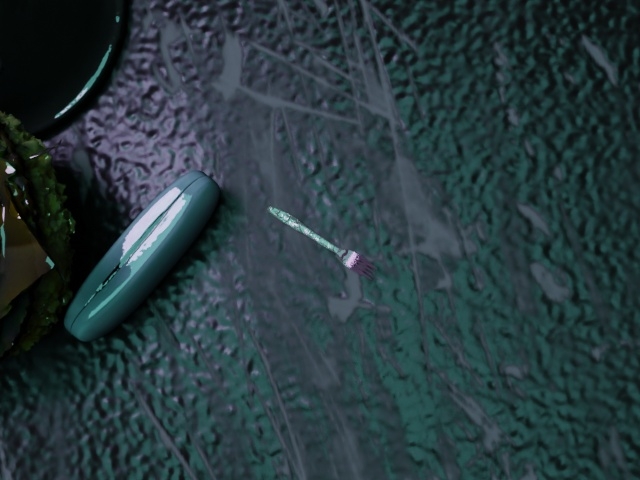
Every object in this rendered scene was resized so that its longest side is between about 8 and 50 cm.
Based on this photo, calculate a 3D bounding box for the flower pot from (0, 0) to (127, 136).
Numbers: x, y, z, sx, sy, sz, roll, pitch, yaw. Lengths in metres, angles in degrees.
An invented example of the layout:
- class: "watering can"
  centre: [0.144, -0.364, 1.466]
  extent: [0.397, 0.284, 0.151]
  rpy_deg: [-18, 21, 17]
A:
- class: "flower pot"
  centre: [-0.322, -0.229, 0.700]
  extent: [0.268, 0.166, 0.269]
  rpy_deg: [-1, 81, 7]

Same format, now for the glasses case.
- class: "glasses case"
  centre: [-0.152, 0.014, 0.698]
  extent: [0.045, 0.067, 0.178]
  rpy_deg: [40, 88, 9]

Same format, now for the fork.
- class: "fork"
  centre: [0.000, 0.000, 0.714]
  extent: [0.115, 0.012, 0.016]
  rpy_deg: [31, 83, 14]

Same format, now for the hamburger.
- class: "hamburger"
  centre: [-0.293, -0.013, 0.654]
  extent: [0.261, 0.138, 0.243]
  rpy_deg: [-36, 80, 30]
